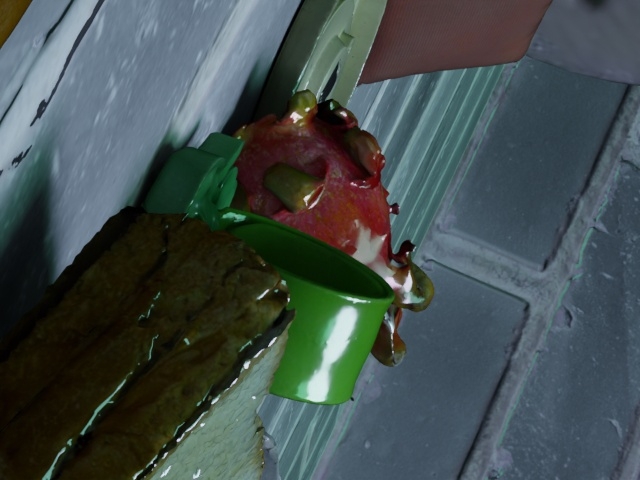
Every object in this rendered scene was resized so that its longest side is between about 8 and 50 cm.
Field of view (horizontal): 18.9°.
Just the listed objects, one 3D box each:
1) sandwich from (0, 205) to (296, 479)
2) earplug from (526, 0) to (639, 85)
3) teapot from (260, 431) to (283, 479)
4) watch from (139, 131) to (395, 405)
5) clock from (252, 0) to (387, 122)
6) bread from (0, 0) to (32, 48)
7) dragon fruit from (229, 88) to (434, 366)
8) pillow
[{"bbox_3d":[-0.122,0.136,0.913,0.249,0.095,0.273,-50,168,-22],"label":"sandwich"},{"bbox_3d":[0.291,-0.370,1.637,0.313,0.312,0.394,101,14,-63],"label":"earplug"},{"bbox_3d":[-0.058,0.294,1.798,0.221,0.163,0.178,-60,173,-46],"label":"teapot"},{"bbox_3d":[-0.033,0.022,1.103,0.165,0.152,0.131,-24,136,-78],"label":"watch"},{"bbox_3d":[-0.004,-0.113,1.395,0.235,0.029,0.235,23,90,-84],"label":"clock"},{"bbox_3d":[-0.083,-0.137,0.574,0.088,0.049,0.226,101,15,-64],"label":"bread"},{"bbox_3d":[0.000,0.000,1.271,0.133,0.208,0.150,-35,-157,-3],"label":"dragon fruit"},{"bbox_3d":[0.107,-0.191,1.547,0.171,0.179,0.075,113,-36,-56],"label":"pillow"}]
